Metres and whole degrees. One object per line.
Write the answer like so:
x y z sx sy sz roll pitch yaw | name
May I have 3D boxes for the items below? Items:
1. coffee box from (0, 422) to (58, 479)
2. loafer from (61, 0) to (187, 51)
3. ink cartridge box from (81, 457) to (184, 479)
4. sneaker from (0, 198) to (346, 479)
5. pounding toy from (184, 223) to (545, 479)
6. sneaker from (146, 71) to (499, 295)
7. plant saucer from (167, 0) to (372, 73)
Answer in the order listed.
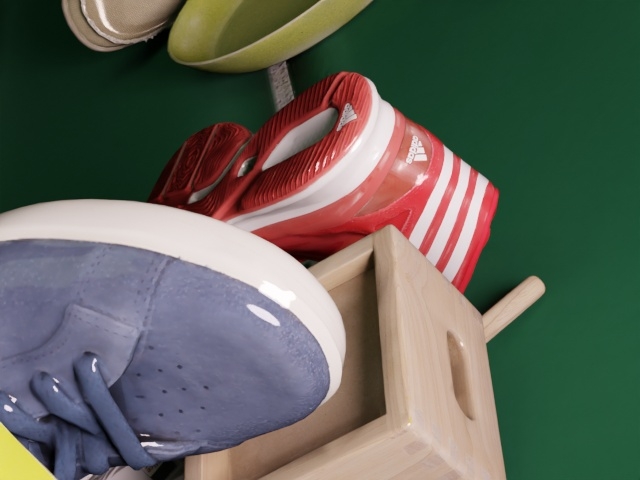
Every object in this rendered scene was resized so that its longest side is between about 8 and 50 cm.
-0.162 0.263 0.329 0.334 0.338 0.338 -29 27 19 | coffee box
-0.098 -0.256 1.358 0.268 0.102 0.092 -42 15 -6 | loafer
-0.111 0.094 0.775 0.099 0.135 0.056 -42 28 -4 | ink cartridge box
-0.162 0.085 0.627 0.350 0.131 0.148 -9 42 18 | sneaker
0.024 0.067 0.705 0.130 0.100 0.141 -29 38 23 | pounding toy
0.000 0.000 0.811 0.221 0.128 0.087 -13 49 59 | sneaker
-0.007 -0.198 1.223 0.241 0.037 0.241 -32 27 18 | plant saucer
